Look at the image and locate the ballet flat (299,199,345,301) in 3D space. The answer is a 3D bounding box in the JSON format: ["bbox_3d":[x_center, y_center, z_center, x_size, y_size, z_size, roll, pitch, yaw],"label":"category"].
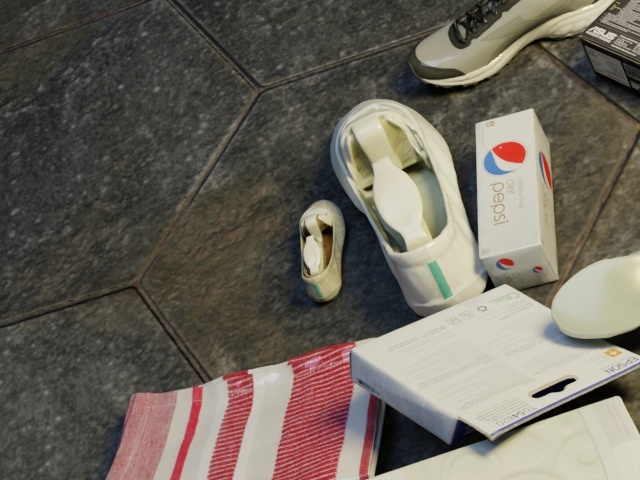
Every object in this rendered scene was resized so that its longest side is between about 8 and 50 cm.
[{"bbox_3d":[0.000,0.000,2.164,0.057,0.052,0.168,-20,43,14],"label":"ballet flat"}]

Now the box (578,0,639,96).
[{"bbox_3d":[0.487,-0.243,2.079,0.242,0.076,0.307,-45,43,-13],"label":"box"}]

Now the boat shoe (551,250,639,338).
[{"bbox_3d":[0.347,0.047,1.888,0.227,0.081,0.079,-24,72,-2],"label":"boat shoe"}]

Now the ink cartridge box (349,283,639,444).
[{"bbox_3d":[0.183,0.135,1.861,0.223,0.045,0.224,-20,31,-31],"label":"ink cartridge box"}]

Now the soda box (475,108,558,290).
[{"bbox_3d":[0.222,-0.046,2.061,0.074,0.069,0.216,-15,46,19],"label":"soda box"}]

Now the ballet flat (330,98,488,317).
[{"bbox_3d":[0.090,-0.073,2.121,0.139,0.139,0.400,-28,42,5],"label":"ballet flat"}]

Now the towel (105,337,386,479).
[{"bbox_3d":[-0.086,0.219,1.985,0.329,0.037,0.237,-15,32,18],"label":"towel"}]

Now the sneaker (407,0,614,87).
[{"bbox_3d":[0.227,-0.283,2.253,0.271,0.108,0.100,-26,44,10],"label":"sneaker"}]

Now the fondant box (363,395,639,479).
[{"bbox_3d":[0.172,0.305,1.695,0.330,0.096,0.238,-19,42,-1],"label":"fondant box"}]
